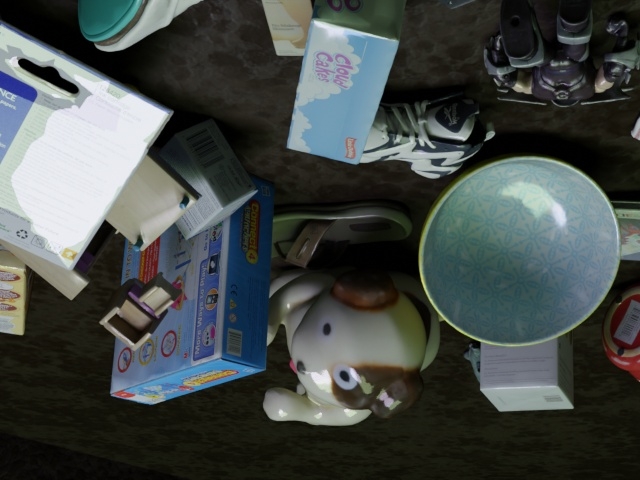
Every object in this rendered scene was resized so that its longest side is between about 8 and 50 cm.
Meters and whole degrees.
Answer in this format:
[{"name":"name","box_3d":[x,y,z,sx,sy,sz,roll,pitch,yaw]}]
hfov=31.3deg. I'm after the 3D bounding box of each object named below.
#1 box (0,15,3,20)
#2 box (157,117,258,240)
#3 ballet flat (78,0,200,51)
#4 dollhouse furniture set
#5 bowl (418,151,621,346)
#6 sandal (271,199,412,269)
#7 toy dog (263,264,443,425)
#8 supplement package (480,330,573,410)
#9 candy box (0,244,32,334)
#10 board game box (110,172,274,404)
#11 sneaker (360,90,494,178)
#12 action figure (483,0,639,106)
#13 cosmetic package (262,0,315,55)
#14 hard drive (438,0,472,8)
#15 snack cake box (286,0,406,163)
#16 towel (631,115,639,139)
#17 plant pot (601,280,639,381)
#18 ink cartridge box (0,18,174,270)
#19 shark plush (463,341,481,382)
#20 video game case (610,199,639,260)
[{"name":"box","box_3d":[-0.465,-0.274,1.389,0.145,0.038,0.186,4,155,2]},{"name":"box","box_3d":[-0.174,-0.087,1.643,0.072,0.126,0.137,-31,178,-35]},{"name":"ballet flat","box_3d":[-0.145,-0.311,1.171,0.139,0.139,0.400,13,153,-19]},{"name":"dollhouse furniture set","box_3d":[-0.257,-0.061,1.642,0.286,0.198,0.303,41,122,-13]},{"name":"bowl","box_3d":[0.280,-0.006,1.686,0.289,0.290,0.156,6,-161,-5]},{"name":"sandal","box_3d":[0.001,-0.001,1.863,0.302,0.086,0.120,-8,153,24]},{"name":"toy dog","box_3d":[0.070,0.177,1.875,0.395,0.285,0.408,-6,178,3]},{"name":"supplement package","box_3d":[0.356,0.156,1.963,0.133,0.244,0.139,-5,155,22]},{"name":"candy box","box_3d":[-0.509,0.017,1.867,0.087,0.183,0.316,9,156,-12]},{"name":"board game box","box_3d":[-0.204,0.080,1.808,0.086,0.308,0.302,20,152,-37]},{"name":"sneaker","box_3d":[0.128,-0.155,1.495,0.235,0.094,0.153,20,150,-32]},{"name":"action figure","box_3d":[0.279,-0.221,1.325,0.185,0.099,0.285,-10,167,14]},{"name":"cosmetic package","box_3d":[-0.031,-0.264,1.337,0.060,0.041,0.115,0,156,9]},{"name":"hard drive","box_3d":[0.176,-0.330,1.141,0.172,0.054,0.254,24,150,-36]},{"name":"snack cake box","box_3d":[0.030,-0.209,1.197,0.089,0.152,0.264,13,156,-1]},{"name":"towel","box_3d":[0.524,-0.161,1.496,0.197,0.029,0.144,5,155,-3]},{"name":"plant pot","box_3d":[0.614,0.174,2.034,0.174,0.191,0.191,25,149,-32]},{"name":"ink cartridge box","box_3d":[-0.381,-0.136,1.436,0.303,0.072,0.307,27,122,-18]},{"name":"shark plush","box_3d":[0.340,0.249,2.388,0.073,0.067,0.161,3,156,3]},{"name":"video game case","box_3d":[0.505,-0.013,1.801,0.183,0.023,0.201,4,159,22]}]
